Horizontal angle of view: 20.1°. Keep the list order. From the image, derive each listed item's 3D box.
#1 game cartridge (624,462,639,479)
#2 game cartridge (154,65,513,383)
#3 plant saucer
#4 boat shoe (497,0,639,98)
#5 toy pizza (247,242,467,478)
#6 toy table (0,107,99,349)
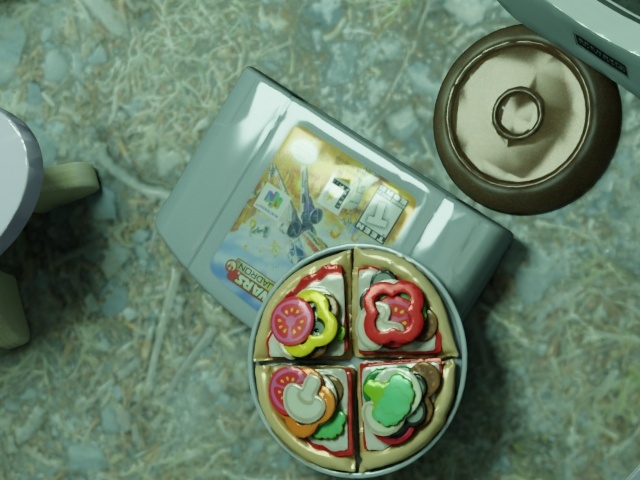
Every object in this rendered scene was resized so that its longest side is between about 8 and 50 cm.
[{"bbox_3d":[0.281,0.326,1.454,0.230,0.068,0.355,43,100,16],"label":"game cartridge"},{"bbox_3d":[0.000,0.000,1.605,0.297,0.062,0.198,33,93,21],"label":"game cartridge"},{"bbox_3d":[0.173,-0.107,1.559,0.168,0.029,0.168,-2,84,22],"label":"plant saucer"},{"bbox_3d":[0.286,-0.169,1.479,0.306,0.113,0.105,35,80,27],"label":"boat shoe"},{"bbox_3d":[0.026,0.101,1.538,0.201,0.032,0.201,-2,84,22],"label":"toy pizza"},{"bbox_3d":[-0.347,-0.025,1.688,0.274,0.161,0.252,-9,81,22],"label":"toy table"}]
